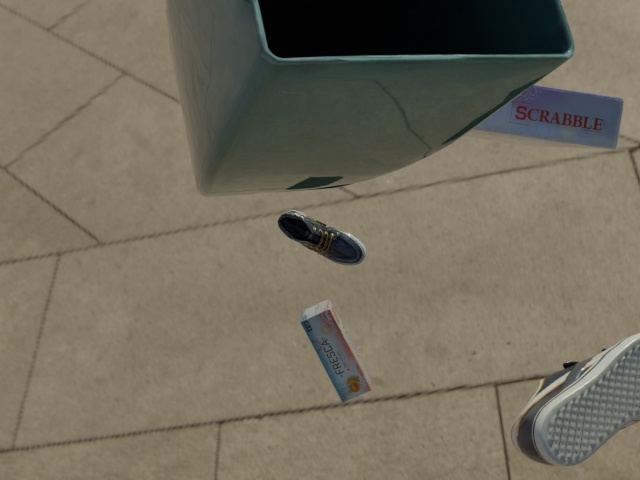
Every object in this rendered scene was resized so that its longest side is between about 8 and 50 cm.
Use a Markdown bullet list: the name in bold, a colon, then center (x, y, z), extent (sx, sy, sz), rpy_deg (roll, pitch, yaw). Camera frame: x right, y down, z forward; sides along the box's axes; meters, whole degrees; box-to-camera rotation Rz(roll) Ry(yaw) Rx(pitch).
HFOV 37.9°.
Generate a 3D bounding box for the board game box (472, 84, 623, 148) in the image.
- **board game box**: center (0.190, -0.176, 1.242), extent (0.319, 0.066, 0.318), rpy_deg (8, 6, -5)

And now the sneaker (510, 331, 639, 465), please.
- **sneaker**: center (0.411, 0.218, 1.347), extent (0.321, 0.127, 0.126), rpy_deg (-22, 87, -21)

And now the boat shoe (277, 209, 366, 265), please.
- **boat shoe**: center (0.000, 0.000, 1.810), extent (0.183, 0.083, 0.065), rpy_deg (26, 98, 6)

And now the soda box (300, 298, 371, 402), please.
- **soda box**: center (0.029, 0.205, 1.728), extent (0.063, 0.183, 0.058), rpy_deg (-24, 14, 8)

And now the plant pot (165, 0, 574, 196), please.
- **plant pot**: center (-0.006, -0.119, 0.549), extent (0.166, 0.234, 0.165), rpy_deg (-5, 72, -24)
